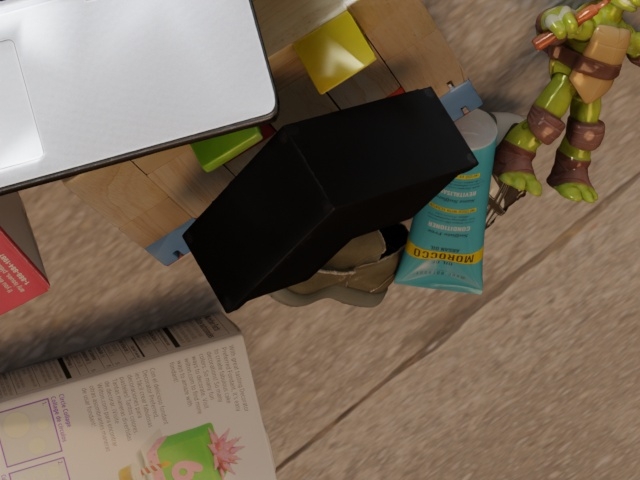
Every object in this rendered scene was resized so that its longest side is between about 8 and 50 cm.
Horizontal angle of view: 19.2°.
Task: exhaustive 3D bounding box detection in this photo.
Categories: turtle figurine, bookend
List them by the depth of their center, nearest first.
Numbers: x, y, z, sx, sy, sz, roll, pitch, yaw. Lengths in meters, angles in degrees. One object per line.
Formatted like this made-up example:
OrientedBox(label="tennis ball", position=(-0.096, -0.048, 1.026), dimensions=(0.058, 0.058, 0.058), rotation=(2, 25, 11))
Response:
OrientedBox(label="bookend", position=(0.007, -0.031, 1.404), dimensions=(0.157, 0.072, 0.156), rotation=(-18, 162, -41))
OrientedBox(label="turtle figurine", position=(0.218, -0.146, 1.610), dimensions=(0.269, 0.087, 0.217), rotation=(2, 116, -50))

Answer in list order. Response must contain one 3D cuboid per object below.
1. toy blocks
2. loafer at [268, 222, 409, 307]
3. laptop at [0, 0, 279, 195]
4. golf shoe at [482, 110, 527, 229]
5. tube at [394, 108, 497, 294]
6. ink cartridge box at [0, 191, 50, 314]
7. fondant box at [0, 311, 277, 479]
OrientedBox(label="toy blocks", position=(-0.042, -0.108, 1.474), dimensions=(0.381, 0.190, 0.261), rotation=(-31, 154, 6))
OrientedBox(label="loafer", position=(0.000, 0.000, 1.660), dimensions=(0.087, 0.094, 0.251), rotation=(-51, 157, 16))
OrientedBox(label="laptop", position=(-0.261, -0.225, 1.081), dimensions=(0.382, 0.408, 0.236), rotation=(-15, 178, 1))
OrientedBox(label="golf shoe", position=(0.147, -0.037, 1.721), dimensions=(0.094, 0.077, 0.198), rotation=(-9, 141, -20))
OrientedBox(label="tube", position=(0.113, -0.026, 1.644), dimensions=(0.080, 0.052, 0.207), rotation=(11, 138, 5))
OrientedBox(label="ink cartridge box", position=(-0.384, 0.014, 1.454), dimensions=(0.283, 0.117, 0.207), rotation=(-28, 143, 4))
OrientedBox(label="fondant box", position=(-0.209, 0.228, 1.728), dimensions=(0.330, 0.096, 0.238), rotation=(-15, 105, -11))
